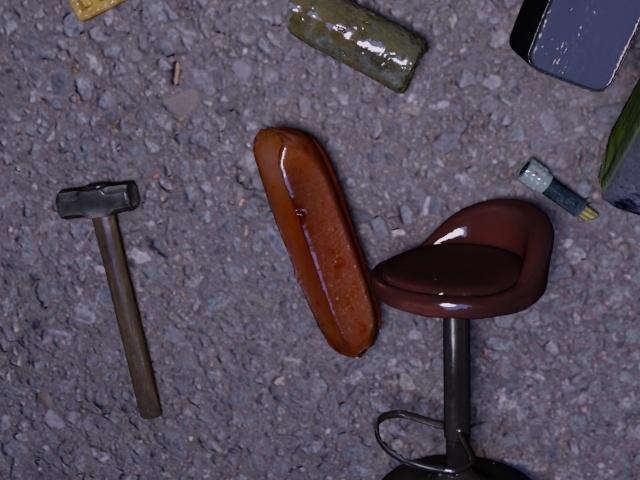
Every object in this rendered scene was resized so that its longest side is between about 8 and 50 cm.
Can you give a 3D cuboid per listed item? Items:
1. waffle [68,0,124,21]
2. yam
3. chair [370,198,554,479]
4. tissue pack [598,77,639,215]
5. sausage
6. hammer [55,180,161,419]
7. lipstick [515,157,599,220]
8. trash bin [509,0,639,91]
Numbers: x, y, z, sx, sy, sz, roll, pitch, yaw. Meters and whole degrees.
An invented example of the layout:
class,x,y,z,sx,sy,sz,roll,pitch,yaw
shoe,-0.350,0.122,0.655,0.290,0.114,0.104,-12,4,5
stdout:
class,x,y,z,sx,sy,sz,roll,pitch,yaw
waffle,-0.303,-0.390,1.171,0.125,0.032,0.191,-20,104,17
yam,0.043,-0.252,1.130,0.179,0.078,0.078,26,110,1
chair,0.175,0.157,1.159,0.226,0.226,0.401,1,107,10
tissue pack,0.478,-0.135,0.936,0.288,0.394,0.124,13,66,8
sausage,0.000,0.000,1.207,0.102,0.102,0.330,-16,105,15
hammer,-0.286,0.094,1.320,0.111,0.043,0.365,-6,108,12
lipstick,0.304,-0.059,1.166,0.116,0.037,0.037,36,110,-7
trash bin,0.291,-0.258,1.001,0.115,0.225,0.165,22,110,2
